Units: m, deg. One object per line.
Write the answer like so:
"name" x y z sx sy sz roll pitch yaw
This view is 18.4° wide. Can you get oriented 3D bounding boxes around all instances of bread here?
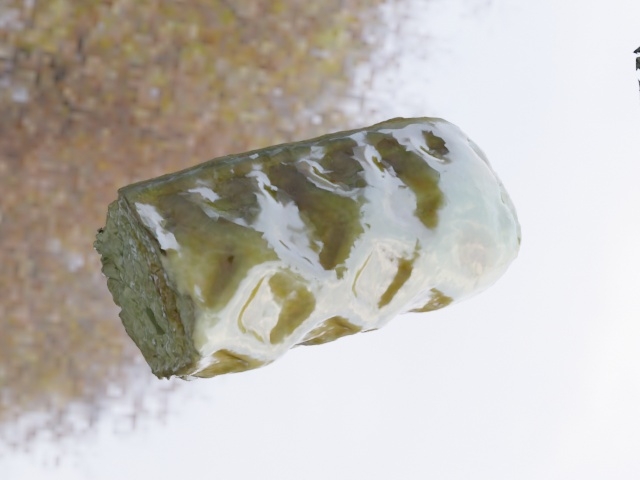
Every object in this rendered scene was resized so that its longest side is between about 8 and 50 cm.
"bread" 0.000 0.000 1.208 0.152 0.267 0.130 43 -42 42

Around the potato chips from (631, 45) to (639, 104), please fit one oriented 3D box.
"potato chips" 0.224 -0.077 0.725 0.228 0.059 0.167 7 -100 49
